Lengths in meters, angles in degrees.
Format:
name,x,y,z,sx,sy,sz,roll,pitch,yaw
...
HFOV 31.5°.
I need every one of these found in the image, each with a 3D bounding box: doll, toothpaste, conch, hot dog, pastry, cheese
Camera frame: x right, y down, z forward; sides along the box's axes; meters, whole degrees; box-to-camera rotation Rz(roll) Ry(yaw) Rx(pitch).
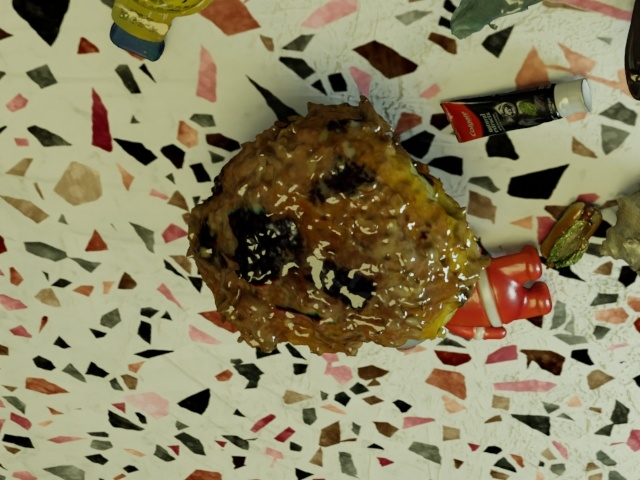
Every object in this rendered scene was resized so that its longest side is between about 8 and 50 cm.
name,x,y,z,sx,sy,sz,roll,pitch,yaw
doll,0.173,0.091,1.715,0.336,0.105,0.200,-13,130,15
toothpaste,0.256,-0.169,1.485,0.193,0.045,0.071,-8,130,29
conch,0.504,0.002,1.543,0.245,0.163,0.178,-15,162,5
hot dog,0.356,-0.003,1.614,0.056,0.041,0.133,22,134,-7
pastry,0.005,-0.014,1.518,0.405,0.292,0.337,-4,112,32
cheese,-0.216,-0.319,1.442,0.156,0.064,0.250,25,143,-8

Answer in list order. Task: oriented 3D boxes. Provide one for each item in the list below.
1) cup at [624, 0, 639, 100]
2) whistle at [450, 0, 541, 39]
name,x,y,z,sx,sy,sz,roll,pitch,yaw
cup,0.496,-0.228,1.278,0.280,0.196,0.196,4,134,0
whistle,0.256,-0.334,1.251,0.189,0.189,0.348,24,146,-9
